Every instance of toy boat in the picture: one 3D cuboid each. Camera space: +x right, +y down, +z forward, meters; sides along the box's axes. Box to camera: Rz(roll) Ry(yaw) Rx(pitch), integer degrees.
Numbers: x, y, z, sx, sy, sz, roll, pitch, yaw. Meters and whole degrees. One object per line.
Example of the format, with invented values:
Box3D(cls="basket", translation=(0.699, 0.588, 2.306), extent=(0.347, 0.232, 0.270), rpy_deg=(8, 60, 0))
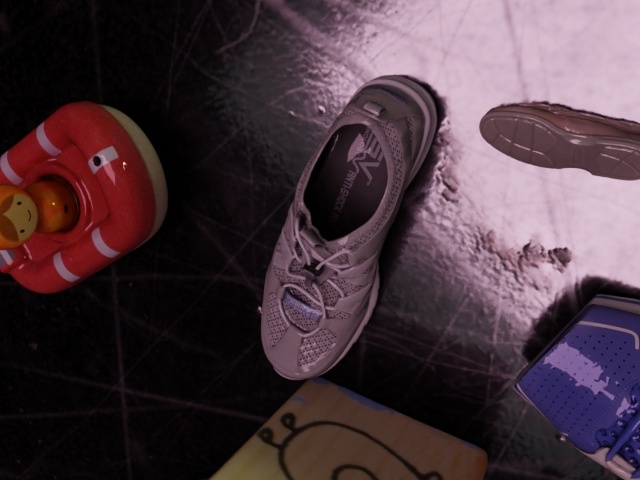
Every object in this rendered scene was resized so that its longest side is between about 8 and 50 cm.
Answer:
Box3D(cls="toy boat", translation=(-0.263, -0.032, 0.626), extent=(0.231, 0.151, 0.150), rpy_deg=(-28, 92, 27))

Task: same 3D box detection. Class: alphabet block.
Box3D(cls="alphabet block", translation=(0.012, 0.265, 0.563), extent=(0.193, 0.197, 0.193), rpy_deg=(19, 110, 17))

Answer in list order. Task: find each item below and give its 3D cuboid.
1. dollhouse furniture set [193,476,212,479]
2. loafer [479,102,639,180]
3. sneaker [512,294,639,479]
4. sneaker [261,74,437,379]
Box3D(cls="dollhouse furniture set", translation=(-0.192, 0.396, 0.710), extent=(0.302, 0.151, 0.197), rpy_deg=(-22, 95, 27))
Box3D(cls="loafer", translation=(0.184, -0.078, 0.492), extent=(0.125, 0.039, 0.045), rpy_deg=(19, 144, 21))
Box3D(cls="sneaker", translation=(0.285, 0.171, 0.430), extent=(0.316, 0.182, 0.127), rpy_deg=(35, 113, 11))
Box3D(cls="sneaker", translation=(0.000, 0.000, 0.542), extent=(0.105, 0.115, 0.281), rpy_deg=(24, 112, 16))
